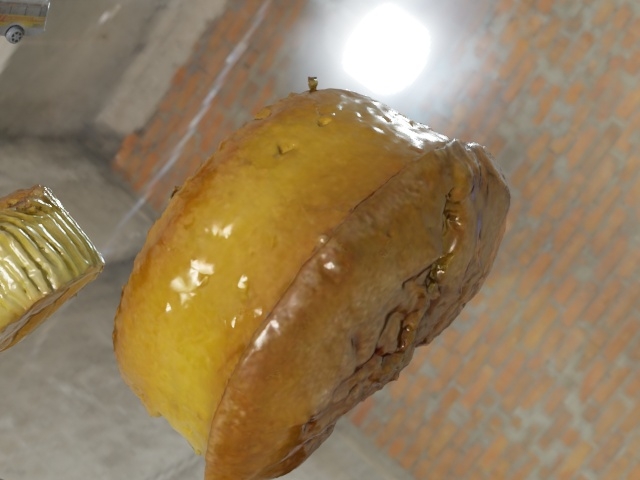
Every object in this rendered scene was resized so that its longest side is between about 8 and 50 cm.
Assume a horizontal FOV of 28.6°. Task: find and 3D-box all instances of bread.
[{"bbox_3d":[-0.353,0.052,1.294,0.250,0.133,0.179,-38,-5,22],"label":"bread"},{"bbox_3d":[0.000,0.000,0.906,0.340,0.194,0.179,-40,-30,-27],"label":"bread"}]

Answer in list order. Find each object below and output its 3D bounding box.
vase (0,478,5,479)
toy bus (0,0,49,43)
[{"bbox_3d":[-0.116,0.110,0.418,0.086,0.214,0.086,-57,-12,-19],"label":"vase"},{"bbox_3d":[-0.489,-0.333,1.838,0.190,0.064,0.075,-9,-49,-47],"label":"toy bus"}]
